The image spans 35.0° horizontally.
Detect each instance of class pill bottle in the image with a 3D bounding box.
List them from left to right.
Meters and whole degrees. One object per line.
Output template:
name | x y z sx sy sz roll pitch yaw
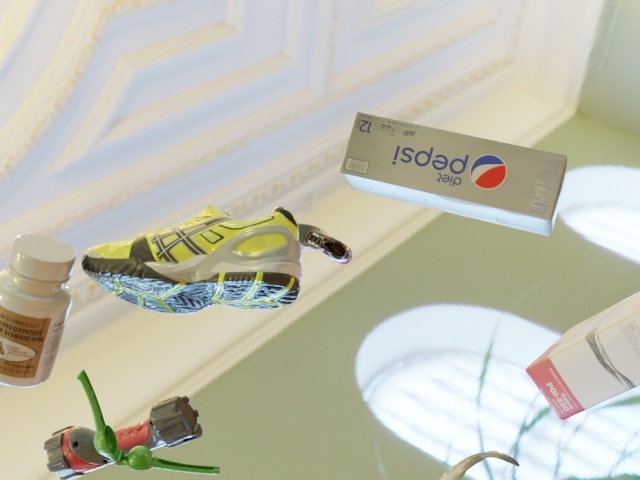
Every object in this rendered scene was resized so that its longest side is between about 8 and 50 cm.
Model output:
pill bottle | -0.477 0.112 1.657 0.131 0.131 0.229 -13 -52 -58

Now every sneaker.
sneaker | -0.201 0.027 1.631 0.145 0.384 0.147 59 -144 -57
sneaker | 0.000 0.000 2.252 0.065 0.158 0.061 87 -154 -81

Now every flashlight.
flashlight | -0.385 0.375 1.964 0.103 0.304 0.103 29 -139 -61

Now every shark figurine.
shark figurine | 0.202 0.436 1.617 0.116 0.166 0.278 113 178 -58

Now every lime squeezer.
lime squeezer | -0.331 0.358 1.818 0.110 0.310 0.059 -52 11 -1

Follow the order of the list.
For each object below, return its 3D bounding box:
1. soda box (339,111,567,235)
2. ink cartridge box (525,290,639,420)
soda box | 0.178 -0.089 1.357 0.098 0.286 0.091 44 -119 -73
ink cartridge box | 0.407 0.136 1.352 0.158 0.092 0.218 -28 -9 -47
